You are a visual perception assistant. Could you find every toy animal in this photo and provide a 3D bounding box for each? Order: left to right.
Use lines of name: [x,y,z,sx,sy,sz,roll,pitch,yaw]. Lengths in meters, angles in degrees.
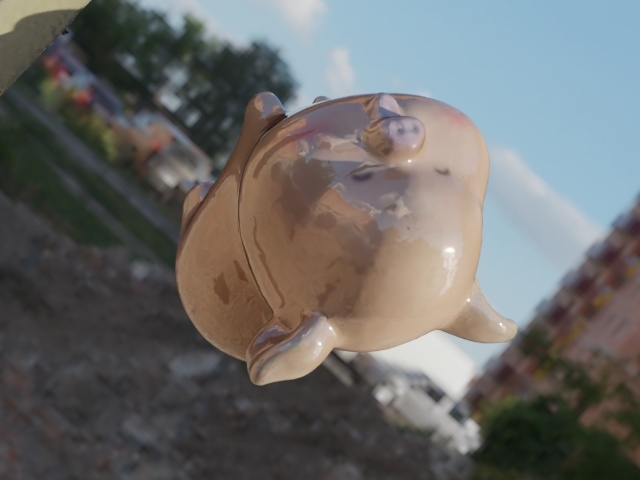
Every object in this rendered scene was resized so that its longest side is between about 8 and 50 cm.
toy animal: [0.000,0.000,1.457,0.269,0.237,0.326,65,-34,28]

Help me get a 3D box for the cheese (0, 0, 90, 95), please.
cheese: [-0.178,-0.207,1.319,0.085,0.400,0.034,18,35,-56]
